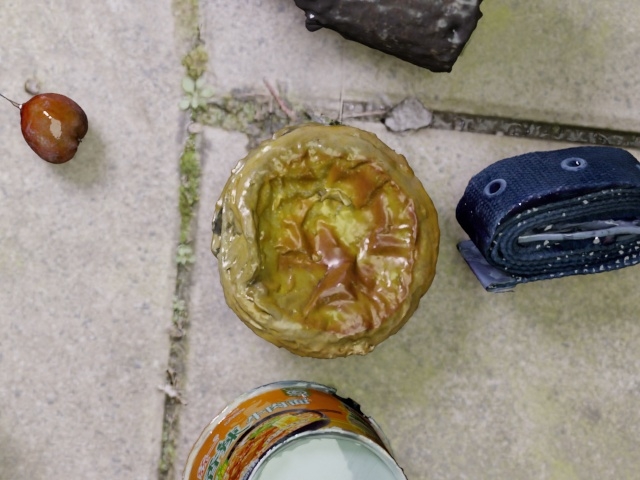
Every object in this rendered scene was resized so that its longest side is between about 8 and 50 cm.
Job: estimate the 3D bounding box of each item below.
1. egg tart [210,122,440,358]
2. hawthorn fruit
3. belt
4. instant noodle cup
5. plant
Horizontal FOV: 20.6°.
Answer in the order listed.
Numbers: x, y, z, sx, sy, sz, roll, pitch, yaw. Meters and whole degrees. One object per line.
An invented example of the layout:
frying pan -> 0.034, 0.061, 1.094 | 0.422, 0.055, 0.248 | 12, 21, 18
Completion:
egg tart -> 0.000, 0.000, 1.774 | 0.241, 0.106, 0.241 | 0, 90, -15
hawthorn fruit -> -0.280, -0.119, 1.734 | 0.103, 0.067, 0.067 | 26, 85, 1
belt -> 0.250, -0.035, 1.826 | 0.218, 0.128, 0.122 | -6, 122, -14
instant noodle cup -> -0.013, 0.260, 1.736 | 0.230, 0.182, 0.230 | 0, 91, -11
plant -> 0.014, -0.293, 1.721 | 0.321, 0.194, 0.181 | 23, 96, -5
